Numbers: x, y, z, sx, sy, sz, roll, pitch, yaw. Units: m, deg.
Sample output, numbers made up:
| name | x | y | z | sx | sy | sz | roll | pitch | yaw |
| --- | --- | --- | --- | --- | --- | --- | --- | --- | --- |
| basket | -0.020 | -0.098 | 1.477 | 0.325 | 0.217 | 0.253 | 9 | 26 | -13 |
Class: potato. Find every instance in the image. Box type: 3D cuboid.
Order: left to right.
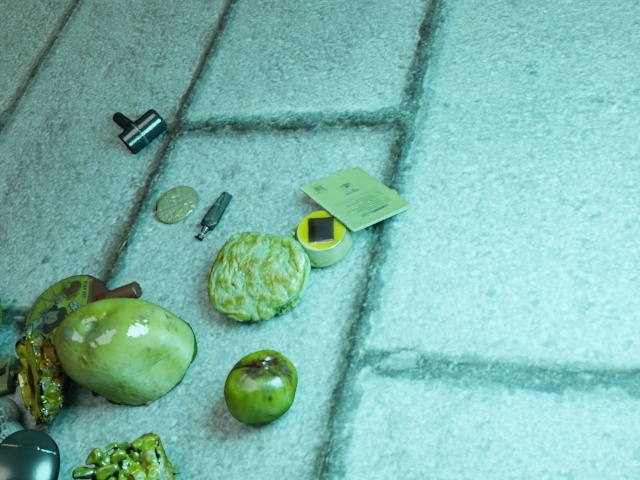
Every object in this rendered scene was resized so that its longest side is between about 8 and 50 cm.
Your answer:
| name | x | y | z | sx | sy | sz | roll | pitch | yaw |
| --- | --- | --- | --- | --- | --- | --- | --- | --- | --- |
| potato | -0.430 | 0.219 | 1.555 | 0.285 | 0.242 | 0.242 | 3 | 58 | 20 |

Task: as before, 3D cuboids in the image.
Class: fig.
| name | x | y | z | sx | sy | sz | roll | pitch | yaw |
| --- | --- | --- | --- | --- | --- | --- | --- | --- | --- |
| fig | -0.116 | 0.284 | 1.438 | 0.153 | 0.121 | 0.136 | -33 | 46 | -3 |

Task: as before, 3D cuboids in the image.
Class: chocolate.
| name | x | y | z | sx | sy | sz | roll | pitch | yaw |
| --- | --- | --- | --- | --- | --- | --- | --- | --- | --- |
| chocolate | -0.678 | 0.410 | 1.604 | 0.072 | 0.072 | 0.167 | -36 | 52 | -5 |

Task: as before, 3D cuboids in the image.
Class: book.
| name | x | y | z | sx | sy | sz | roll | pitch | yaw |
| --- | --- | --- | --- | --- | --- | --- | --- | --- | --- |
| book | 0.078 | -0.098 | 1.653 | 0.168 | 0.013 | 0.192 | -23 | 45 | -29 |

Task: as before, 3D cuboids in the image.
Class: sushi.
| name | x | y | z | sx | sy | sz | roll | pitch | yaw |
| --- | --- | --- | --- | --- | --- | --- | --- | --- | --- |
| sushi | -0.366 | 0.498 | 1.352 | 0.167 | 0.179 | 0.296 | 25 | 69 | 28 |

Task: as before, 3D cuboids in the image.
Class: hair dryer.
| name | x | y | z | sx | sy | sz | roll | pitch | yaw |
| --- | --- | --- | --- | --- | --- | --- | --- | --- | --- |
| hair dryer | -0.529 | -0.328 | 2.080 | 0.124 | 0.071 | 0.219 | -44 | 44 | -13 |

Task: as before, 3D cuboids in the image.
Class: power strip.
| name | x | y | z | sx | sy | sz | roll | pitch | yaw |
| --- | --- | --- | --- | --- | --- | --- | --- | --- | --- |
| power strip | -0.798 | 0.334 | 1.728 | 0.268 | 0.034 | 0.092 | -17 | 52 | 10 |

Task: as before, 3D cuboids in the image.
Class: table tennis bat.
| name | x | y | z | sx | sy | sz | roll | pitch | yaw |
| --- | --- | --- | --- | --- | --- | --- | --- | --- | --- |
| table tennis bat | -0.569 | 0.162 | 1.763 | 0.310 | 0.038 | 0.200 | -19 | 53 | 13 |

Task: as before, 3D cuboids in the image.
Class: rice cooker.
| name | x | y | z | sx | sy | sz | roll | pitch | yaw |
| --- | --- | --- | --- | --- | --- | --- | --- | --- | --- |
| rice cooker | -0.597 | 0.483 | 1.474 | 0.142 | 0.118 | 0.203 | 16 | 59 | -12 |

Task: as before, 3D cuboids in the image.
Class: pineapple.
| name | x | y | z | sx | sy | sz | roll | pitch | yaw |
| --- | --- | --- | --- | --- | --- | --- | --- | --- | --- |
| pineapple | -0.603 | 0.295 | 1.604 | 0.076 | 0.225 | 0.225 | -8 | 40 | -36 |

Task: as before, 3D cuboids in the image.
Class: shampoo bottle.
| name | x | y | z | sx | sy | sz | roll | pitch | yaw |
| --- | --- | --- | --- | --- | --- | --- | --- | --- | --- |
| shampoo bottle | -0.260 | -0.059 | 1.797 | 0.048 | 0.027 | 0.137 | 11 | 61 | 35 |

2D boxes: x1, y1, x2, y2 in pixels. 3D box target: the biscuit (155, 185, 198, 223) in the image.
| name | x | y | z | sx | sy | sz | roll | pitch | yaw |
| --- | --- | --- | --- | --- | --- | --- | --- | --- | --- |
| biscuit | -0.364 | -0.092 | 1.869 | 0.120 | 0.015 | 0.120 | -10 | 53 | 14 |

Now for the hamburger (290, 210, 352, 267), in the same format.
| name | x | y | z | sx | sy | sz | roll | pitch | yaw |
| --- | --- | --- | --- | --- | --- | --- | --- | --- | --- |
| hamburger | 0.000 | 0.000 | 1.620 | 0.141 | 0.081 | 0.126 | -18 | 53 | -6 |

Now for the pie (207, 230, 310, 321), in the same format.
| name | x | y | z | sx | sy | sz | roll | pitch | yaw |
| --- | --- | --- | --- | --- | --- | --- | --- | --- | --- |
| pie | -0.138 | 0.084 | 1.606 | 0.248 | 0.090 | 0.201 | 6 | 75 | 28 |

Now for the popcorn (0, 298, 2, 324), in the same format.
| name | x | y | z | sx | sy | sz | roll | pitch | yaw |
| --- | --- | --- | --- | --- | --- | --- | --- | --- | --- |
| popcorn | -0.876 | 0.177 | 1.744 | 0.224 | 0.258 | 0.270 | -29 | 87 | -13 |
